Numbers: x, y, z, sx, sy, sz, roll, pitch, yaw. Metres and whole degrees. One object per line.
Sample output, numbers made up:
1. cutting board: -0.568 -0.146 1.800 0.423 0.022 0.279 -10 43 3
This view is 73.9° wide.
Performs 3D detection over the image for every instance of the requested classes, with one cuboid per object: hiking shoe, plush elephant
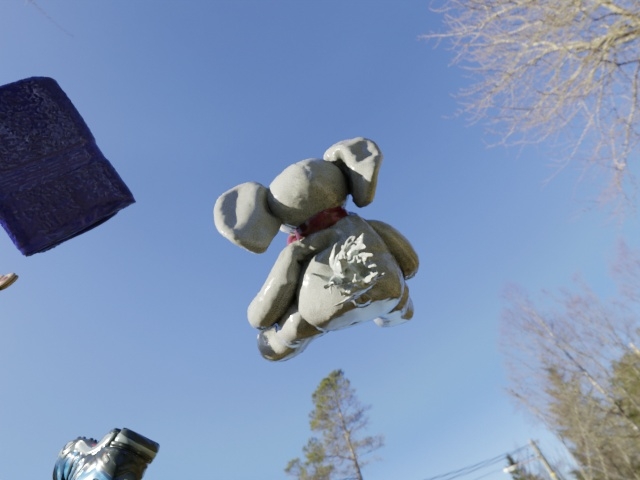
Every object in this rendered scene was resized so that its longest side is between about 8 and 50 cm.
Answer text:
1. hiking shoe: -0.421 0.433 0.765 0.304 0.132 0.113 -34 -65 33
2. plush elephant: 0.000 0.000 0.627 0.271 0.255 0.330 -17 -25 -8

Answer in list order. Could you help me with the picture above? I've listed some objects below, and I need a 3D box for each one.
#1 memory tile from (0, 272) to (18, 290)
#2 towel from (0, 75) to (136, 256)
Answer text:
1. memory tile: -0.573 0.107 0.687 0.113 0.148 0.012 -7 -53 29
2. towel: -0.545 -0.147 0.829 0.227 0.308 0.076 -35 9 -33
